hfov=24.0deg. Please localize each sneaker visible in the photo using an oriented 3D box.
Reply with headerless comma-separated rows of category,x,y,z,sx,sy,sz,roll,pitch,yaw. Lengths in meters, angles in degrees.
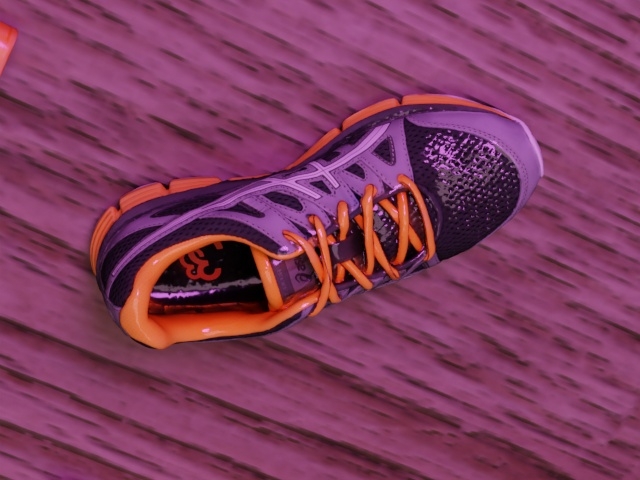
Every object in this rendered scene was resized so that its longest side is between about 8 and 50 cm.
sneaker,0.000,0.000,0.680,0.214,0.083,0.084,-19,114,3

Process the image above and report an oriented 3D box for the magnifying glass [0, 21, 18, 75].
magnifying glass,-0.241,-0.124,0.633,0.231,0.026,0.092,23,112,-15
